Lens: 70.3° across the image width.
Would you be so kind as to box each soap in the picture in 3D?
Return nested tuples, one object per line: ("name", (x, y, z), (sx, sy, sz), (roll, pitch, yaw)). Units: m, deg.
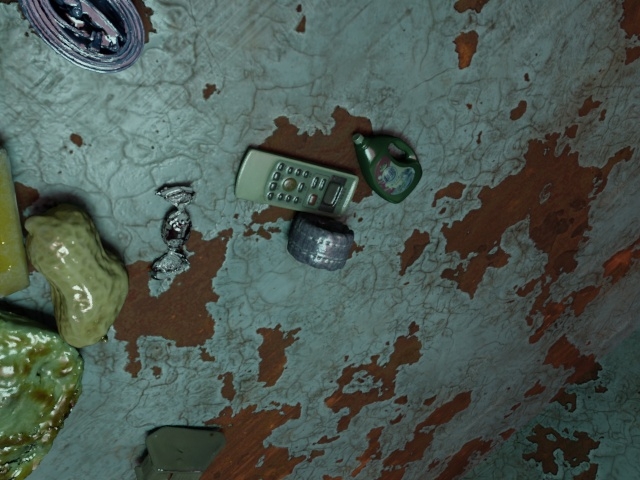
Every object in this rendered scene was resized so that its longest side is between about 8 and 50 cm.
("soap", (-0.605, -0.021, 0.758), (0.173, 0.089, 0.274), (-25, 134, -47))

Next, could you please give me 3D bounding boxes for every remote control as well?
("remote control", (-0.052, -0.126, 1.033), (0.285, 0.038, 0.123), (10, 114, -31))

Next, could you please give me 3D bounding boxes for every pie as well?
("pie", (-0.686, 0.301, 0.898), (0.395, 0.180, 0.418), (14, 105, -30))

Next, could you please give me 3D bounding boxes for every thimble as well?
("thimble", (0.001, 0.001, 1.070), (0.150, 0.150, 0.097), (9, 110, -30))

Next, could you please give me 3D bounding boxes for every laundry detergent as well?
("laundry detergent", (0.153, -0.190, 1.083), (0.137, 0.063, 0.211), (-47, 126, 4))

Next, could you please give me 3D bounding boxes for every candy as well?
("candy", (-0.314, -0.013, 0.965), (0.094, 0.051, 0.226), (6, 116, -26))

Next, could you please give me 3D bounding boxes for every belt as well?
("belt", (-0.371, -0.354, 0.707), (0.141, 0.082, 0.190), (-46, 129, -1))

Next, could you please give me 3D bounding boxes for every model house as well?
("model house", (-0.399, 0.631, 1.277), (0.229, 0.122, 0.188), (15, 116, -28))

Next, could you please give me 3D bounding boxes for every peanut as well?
("peanut", (-0.464, 0.066, 0.889), (0.159, 0.143, 0.291), (-42, 135, -51))
